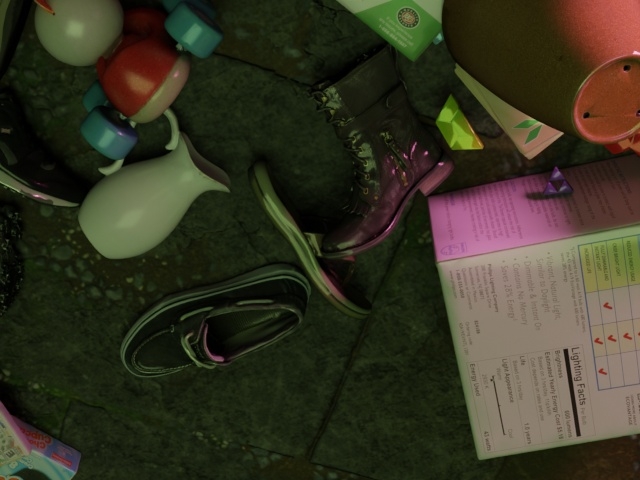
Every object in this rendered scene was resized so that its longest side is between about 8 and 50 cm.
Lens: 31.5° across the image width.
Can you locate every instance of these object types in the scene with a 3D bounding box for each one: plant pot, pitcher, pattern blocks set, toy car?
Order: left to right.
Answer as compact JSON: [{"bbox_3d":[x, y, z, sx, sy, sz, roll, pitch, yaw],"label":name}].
[{"bbox_3d":[-0.287,-0.273,1.476,0.238,0.210,0.219,37,106,-24],"label":"toy car"},{"bbox_3d":[-0.261,-0.085,1.652,0.207,0.125,0.178,-34,101,8],"label":"pitcher"},{"bbox_3d":[0.291,-0.217,1.559,0.285,0.026,0.325,-24,99,15],"label":"pattern blocks set"},{"bbox_3d":[0.300,-0.229,1.363,0.237,0.254,0.237,-10,130,-12],"label":"plant pot"}]

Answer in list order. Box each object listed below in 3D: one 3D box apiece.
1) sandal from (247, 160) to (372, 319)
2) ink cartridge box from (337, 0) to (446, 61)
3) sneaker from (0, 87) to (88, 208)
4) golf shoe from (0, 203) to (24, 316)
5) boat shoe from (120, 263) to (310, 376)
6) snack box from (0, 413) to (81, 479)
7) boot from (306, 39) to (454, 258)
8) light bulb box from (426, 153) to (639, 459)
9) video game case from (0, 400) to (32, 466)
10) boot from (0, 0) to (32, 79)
[{"bbox_3d":[0.000,0.000,1.691,0.086,0.120,0.303,-33,114,3],"label":"sandal"},{"bbox_3d":[0.129,-0.404,1.441,0.201,0.117,0.278,36,110,-17],"label":"ink cartridge box"},{"bbox_3d":[-0.446,-0.146,1.626,0.283,0.107,0.124,27,95,-25],"label":"sneaker"},{"bbox_3d":[-0.512,0.028,1.751,0.094,0.077,0.198,14,116,10],"label":"golf shoe"},{"bbox_3d":[-0.173,0.138,1.767,0.335,0.119,0.121,-27,115,16],"label":"boat shoe"},{"bbox_3d":[-0.596,0.364,1.941,0.322,0.060,0.187,33,115,-16],"label":"snack box"},{"bbox_3d":[0.050,-0.128,1.600,0.263,0.091,0.229,-43,116,-13],"label":"boot"},{"bbox_3d":[0.368,0.095,1.665,0.361,0.225,0.358,-11,118,7],"label":"light bulb box"},{"bbox_3d":[-0.618,0.297,1.857,0.206,0.026,0.227,-22,115,10],"label":"video game case"},{"bbox_3d":[-0.504,-0.399,1.469,0.284,0.138,0.377,20,124,-9],"label":"boot"}]
